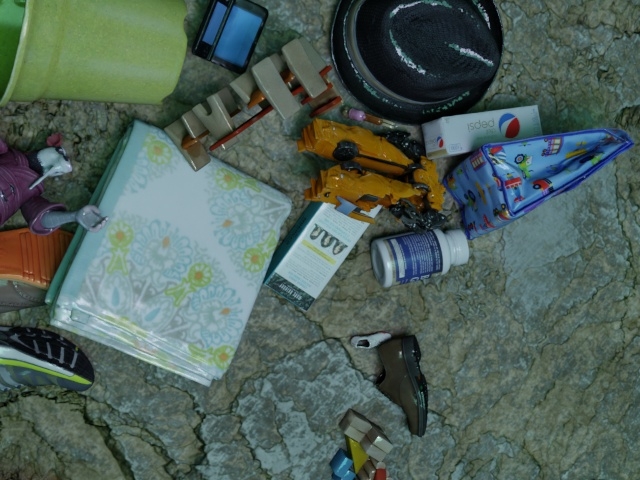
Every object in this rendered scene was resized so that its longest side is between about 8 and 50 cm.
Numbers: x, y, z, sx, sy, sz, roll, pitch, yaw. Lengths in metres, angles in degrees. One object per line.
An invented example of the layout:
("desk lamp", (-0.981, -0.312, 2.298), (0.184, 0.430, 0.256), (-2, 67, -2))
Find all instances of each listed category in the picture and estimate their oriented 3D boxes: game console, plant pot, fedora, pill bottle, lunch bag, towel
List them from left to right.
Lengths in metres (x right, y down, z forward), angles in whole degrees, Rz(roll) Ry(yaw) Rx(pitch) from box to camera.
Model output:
("plant pot", (-0.350, -0.319, 1.395), (0.253, 0.276, 0.276), (7, 103, -29))
("towel", (-0.249, 0.024, 1.533), (0.320, 0.090, 0.375), (28, 72, -23))
("game console", (-0.151, -0.352, 1.525), (0.071, 0.107, 0.122), (24, 97, 9))
("pill bottle", (0.187, 0.027, 1.703), (0.169, 0.094, 0.094), (-12, 107, -12))
("fedora", (0.190, -0.342, 1.576), (0.334, 0.152, 0.334), (-4, 106, -14))
("lunch bag", (0.404, -0.129, 1.650), (0.293, 0.221, 0.138), (-21, 84, -14))

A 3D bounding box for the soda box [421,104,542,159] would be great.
("soda box", (0.296, -0.197, 1.657), (0.216, 0.074, 0.069), (-10, 91, -25))

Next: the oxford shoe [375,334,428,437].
("oxford shoe", (0.160, 0.289, 1.785), (0.096, 0.083, 0.227), (-9, 111, 12))

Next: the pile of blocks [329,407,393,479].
("pile of blocks", (0.097, 0.518, 1.799), (0.148, 0.112, 0.362), (-19, 108, -10))

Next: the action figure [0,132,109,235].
("action figure", (-0.517, -0.053, 1.398), (0.275, 0.370, 0.248), (-24, 102, 37))

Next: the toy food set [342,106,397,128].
("toy food set", (0.082, -0.217, 1.616), (0.122, 0.078, 0.019), (19, 96, -10))

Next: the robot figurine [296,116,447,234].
("robot figurine", (0.101, -0.111, 1.599), (0.291, 0.085, 0.211), (14, 56, -35))

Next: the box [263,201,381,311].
("box", (0.000, 0.000, 1.662), (0.100, 0.060, 0.244), (35, 93, -20))

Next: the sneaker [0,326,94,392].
("sneaker", (-0.540, 0.217, 1.560), (0.299, 0.111, 0.121), (15, 110, -13))

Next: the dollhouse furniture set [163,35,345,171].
("dollhouse furniture set", (-0.083, -0.219, 1.488), (0.259, 0.262, 0.135), (-43, 104, -41))

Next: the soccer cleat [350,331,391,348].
("soccer cleat", (0.100, 0.195, 1.754), (0.083, 0.035, 0.029), (-3, 105, -14))

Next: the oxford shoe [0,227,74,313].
("oxford shoe", (-0.508, 0.059, 1.528), (0.363, 0.130, 0.133), (10, 134, -24))
